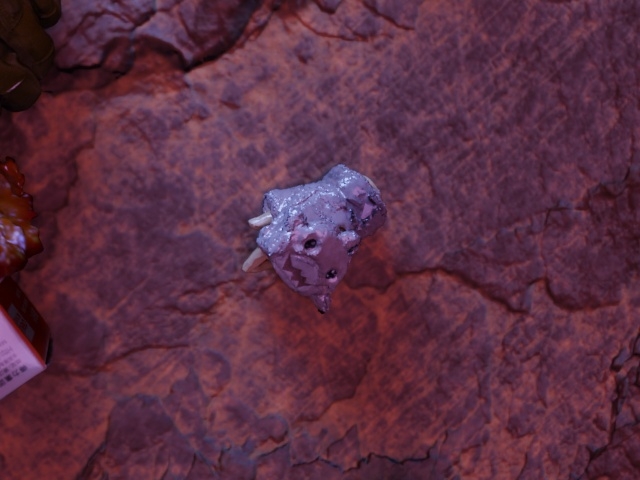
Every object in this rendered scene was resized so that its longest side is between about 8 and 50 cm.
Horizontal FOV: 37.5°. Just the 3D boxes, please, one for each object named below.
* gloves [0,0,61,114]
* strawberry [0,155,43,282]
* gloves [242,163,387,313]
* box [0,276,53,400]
[{"bbox_3d":[-0.302,-0.255,0.772,0.154,0.141,0.331,-11,101,-14],"label":"gloves"},{"bbox_3d":[-0.364,-0.010,0.769,0.234,0.234,0.178,40,107,-16],"label":"strawberry"},{"bbox_3d":[-0.002,-0.009,0.914,0.110,0.094,0.144,38,80,-28],"label":"gloves"},{"bbox_3d":[-0.333,0.116,0.825,0.182,0.133,0.099,-35,104,-9],"label":"box"}]
